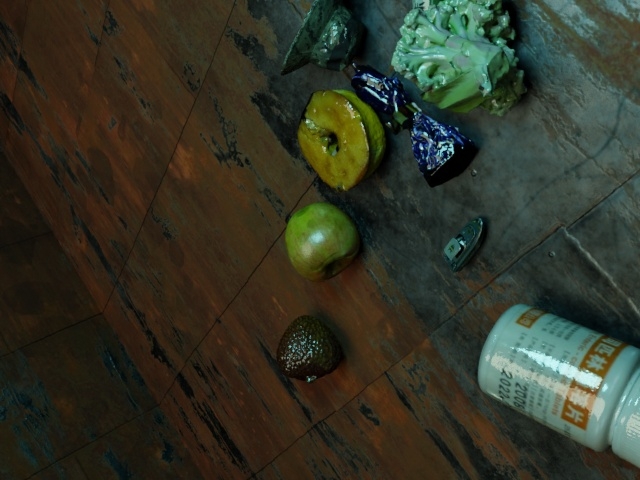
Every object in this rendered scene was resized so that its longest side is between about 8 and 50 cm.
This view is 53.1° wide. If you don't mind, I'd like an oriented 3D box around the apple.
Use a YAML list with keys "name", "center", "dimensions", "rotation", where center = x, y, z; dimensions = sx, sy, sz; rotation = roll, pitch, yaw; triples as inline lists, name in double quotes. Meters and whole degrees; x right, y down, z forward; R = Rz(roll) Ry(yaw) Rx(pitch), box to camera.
- name: "apple"
  center: [0.000, 0.000, 1.643]
  dimensions: [0.196, 0.196, 0.195]
  rotation: [21, 122, 39]

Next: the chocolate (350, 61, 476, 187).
- name: "chocolate"
  center: [0.176, -0.273, 1.368]
  dimensions: [0.343, 0.148, 0.126]
  rotation: [51, 136, 13]

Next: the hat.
- name: "hat"
  center: [0.026, -0.453, 1.427]
  dimensions: [0.128, 0.265, 0.265]
  rotation: [28, 133, -4]

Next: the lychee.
- name: "lychee"
  center: [-0.036, 0.316, 1.831]
  dimensions: [0.194, 0.194, 0.194]
  rotation: [21, 122, 39]

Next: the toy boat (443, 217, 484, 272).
- name: "toy boat"
  center: [0.320, 0.005, 1.412]
  dimensions: [0.141, 0.060, 0.055]
  rotation: [-62, 38, 36]

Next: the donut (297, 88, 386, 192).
- name: "donut"
  center: [0.046, -0.239, 1.514]
  dimensions: [0.253, 0.118, 0.253]
  rotation: [40, 146, 34]

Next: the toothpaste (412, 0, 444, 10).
- name: "toothpaste"
  center: [0.215, -0.522, 1.274]
  dimensions: [0.099, 0.061, 0.392]
  rotation: [12, 114, 45]

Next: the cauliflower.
- name: "cauliflower"
  center: [0.275, -0.323, 1.159]
  dimensions: [0.256, 0.239, 0.315]
  rotation: [51, -172, -24]

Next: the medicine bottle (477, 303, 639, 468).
- name: "medicine bottle"
  center: [0.510, 0.277, 1.221]
  dimensions: [0.372, 0.211, 0.211]
  rotation: [22, 123, 38]
